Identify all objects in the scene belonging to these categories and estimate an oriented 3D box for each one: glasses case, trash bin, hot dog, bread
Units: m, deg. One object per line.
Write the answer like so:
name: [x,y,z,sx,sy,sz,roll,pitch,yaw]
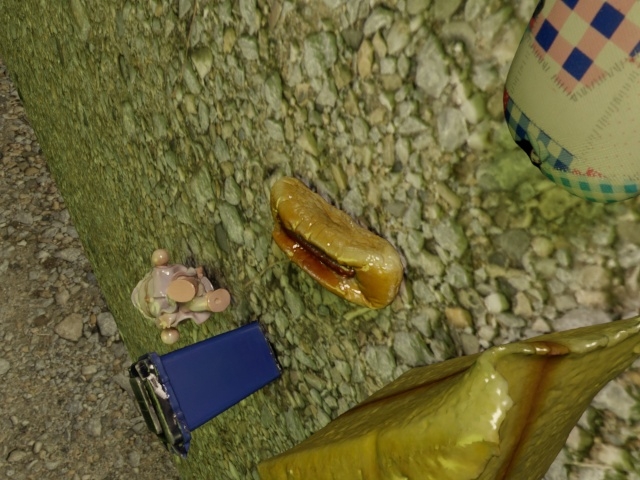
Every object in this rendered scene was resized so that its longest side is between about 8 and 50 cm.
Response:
glasses case: [0.201,-0.156,0.295,0.125,0.076,0.327,49,144,25]
trash bin: [-0.200,0.252,1.023,0.162,0.234,0.184,-27,85,61]
hot dog: [0.000,0.000,0.713,0.242,0.073,0.084,40,134,38]
bread: [0.133,0.218,0.483,0.245,0.233,0.361,62,148,10]

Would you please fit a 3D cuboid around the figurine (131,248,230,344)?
figurine: [-0.294,0.113,1.191,0.276,0.133,0.200,-6,91,54]
